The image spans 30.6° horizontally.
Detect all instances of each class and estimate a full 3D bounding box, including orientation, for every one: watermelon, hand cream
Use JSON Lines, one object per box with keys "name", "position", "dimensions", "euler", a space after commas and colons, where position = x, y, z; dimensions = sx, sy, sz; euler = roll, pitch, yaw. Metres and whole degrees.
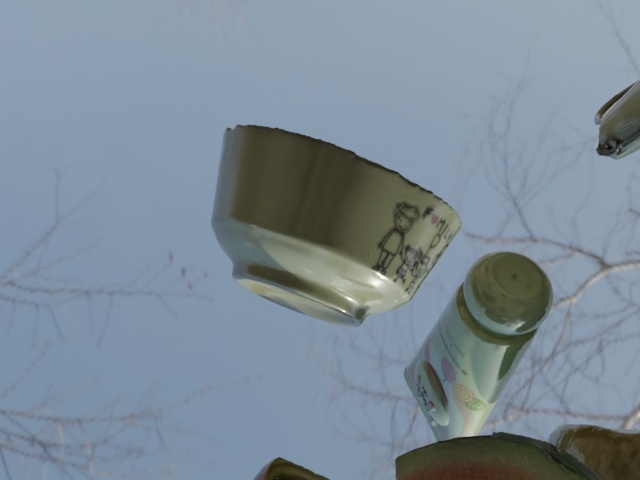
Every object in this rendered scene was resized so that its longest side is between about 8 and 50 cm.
{"name": "watermelon", "position": [0.128, 0.189, 0.704], "dimensions": [0.231, 0.128, 0.146], "euler": [-14, -112, 41]}
{"name": "hand cream", "position": [0.165, 0.127, 1.287], "dimensions": [0.093, 0.306, 0.147], "euler": [-13, -123, -23]}

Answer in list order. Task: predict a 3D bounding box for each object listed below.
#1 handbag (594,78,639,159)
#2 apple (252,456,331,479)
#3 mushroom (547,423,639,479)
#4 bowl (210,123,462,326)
{"name": "handbag", "position": [0.409, -0.176, 1.224], "dimensions": [0.109, 0.315, 0.241], "euler": [49, -123, 0]}
{"name": "apple", "position": [0.023, 0.335, 1.079], "dimensions": [0.265, 0.193, 0.120], "euler": [25, -150, 5]}
{"name": "mushroom", "position": [0.381, 0.306, 1.182], "dimensions": [0.292, 0.212, 0.217], "euler": [7, -105, -1]}
{"name": "bowl", "position": [0.000, 0.000, 0.948], "dimensions": [0.211, 0.211, 0.112], "euler": [18, -101, 11]}
